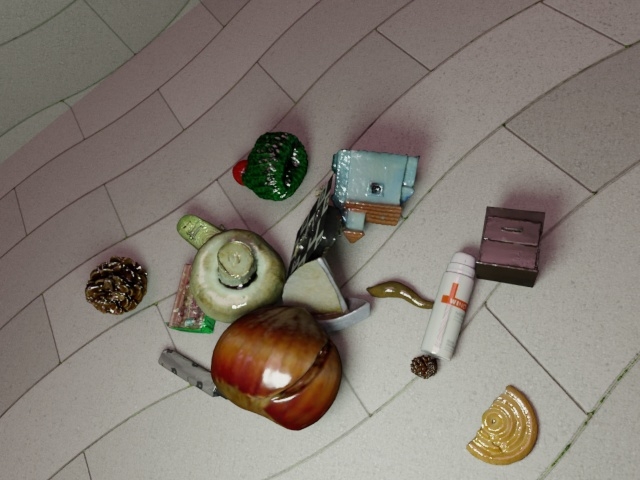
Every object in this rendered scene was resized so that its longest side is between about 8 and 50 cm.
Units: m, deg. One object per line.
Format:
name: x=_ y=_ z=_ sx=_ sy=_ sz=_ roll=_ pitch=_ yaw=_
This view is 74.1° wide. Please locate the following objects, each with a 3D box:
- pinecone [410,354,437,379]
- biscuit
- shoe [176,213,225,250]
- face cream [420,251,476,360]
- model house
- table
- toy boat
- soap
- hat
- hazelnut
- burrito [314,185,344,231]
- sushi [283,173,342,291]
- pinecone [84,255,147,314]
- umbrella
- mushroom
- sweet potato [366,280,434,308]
pinecone: x=0.316 y=0.385 z=1.297 sx=0.083 sy=0.077 sz=0.077 roll=10 pitch=71 yaw=35
biscuit: x=0.518 y=0.532 z=1.180 sx=0.145 sy=0.033 sz=0.224 roll=37 pitch=85 yaw=30
shoe: x=-0.460 y=-0.015 z=1.736 sx=0.262 sy=0.128 sz=0.140 roll=33 pitch=91 yaw=0
face cream: x=0.410 y=0.196 z=1.329 sx=0.102 sy=0.102 sz=0.345 roll=15 pitch=75 yaw=25
model house: x=0.177 y=-0.149 z=1.524 sx=0.295 sy=0.252 sz=0.328 roll=6 pitch=92 yaw=-1
table: x=0.580 y=0.017 z=1.300 sx=0.169 sy=0.172 sz=0.193 roll=9 pitch=72 yaw=24
toy boat: x=-0.005 y=0.190 z=1.404 sx=0.276 sy=0.293 sz=0.111 roll=-29 pitch=24 yaw=31
soap: x=-0.471 y=0.219 z=1.652 sx=0.218 sy=0.098 sz=0.273 roll=0 pitch=68 yaw=21
hat: x=-0.236 y=-0.301 z=1.725 sx=0.333 sy=0.242 sz=0.274 roll=5 pitch=56 yaw=36
hazelnut: x=-0.135 y=0.378 z=1.304 sx=0.410 sy=0.359 sz=0.358 roll=8 pitch=71 yaw=20
burrito: x=0.032 y=-0.108 z=1.618 sx=0.087 sy=0.061 sz=0.225 roll=-44 pitch=52 yaw=43
sushi: x=0.000 y=0.000 z=1.457 sx=0.100 sy=0.373 sz=0.296 roll=20 pitch=51 yaw=-12
pinecone: x=-0.822 y=0.186 z=1.721 sx=0.243 sy=0.244 sz=0.257 roll=-64 pitch=22 yaw=-13
umbrella: x=-0.457 y=0.490 z=1.547 sx=0.338 sy=0.067 sz=0.073 roll=20 pitch=87 yaw=25
mushroom: x=-0.293 y=0.122 z=1.517 sx=0.353 sy=0.260 sz=0.351 roll=4 pitch=63 yaw=-8
sweet potato: x=0.270 y=0.176 z=1.417 sx=0.250 sy=0.059 sz=0.069 roll=12 pitch=92 yaw=21
